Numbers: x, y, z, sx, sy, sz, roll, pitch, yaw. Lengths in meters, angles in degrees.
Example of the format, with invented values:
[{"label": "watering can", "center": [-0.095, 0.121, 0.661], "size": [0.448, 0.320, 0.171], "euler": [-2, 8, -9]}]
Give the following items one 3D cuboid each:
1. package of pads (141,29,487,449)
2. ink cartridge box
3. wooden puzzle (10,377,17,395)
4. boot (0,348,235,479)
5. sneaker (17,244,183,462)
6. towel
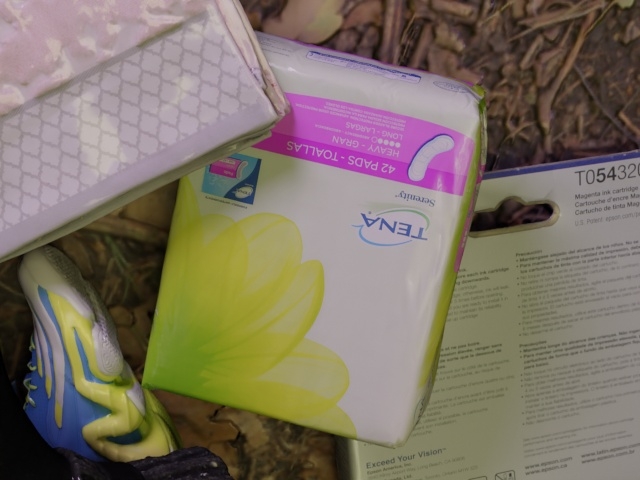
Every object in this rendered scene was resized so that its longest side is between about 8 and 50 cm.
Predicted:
[{"label": "package of pads", "center": [0.000, 0.000, 1.025], "size": [0.229, 0.101, 0.297], "euler": [14, 107, 6]}, {"label": "ink cartridge box", "center": [0.165, 0.091, 1.176], "size": [0.324, 0.071, 0.330], "euler": [-8, 103, -15]}, {"label": "wooden puzzle", "center": [-0.304, 0.115, 1.062], "size": [0.116, 0.014, 0.079], "euler": [-1, 110, -19]}, {"label": "boot", "center": [-0.186, 0.165, 0.954], "size": [0.260, 0.131, 0.348], "euler": [-5, 95, -28]}, {"label": "sneaker", "center": [-0.210, 0.124, 1.056], "size": [0.126, 0.091, 0.240], "euler": [-27, 112, 0]}, {"label": "towel", "center": [-0.231, -0.147, 0.903], "size": [0.331, 0.053, 0.317], "euler": [-26, 110, 9]}]
